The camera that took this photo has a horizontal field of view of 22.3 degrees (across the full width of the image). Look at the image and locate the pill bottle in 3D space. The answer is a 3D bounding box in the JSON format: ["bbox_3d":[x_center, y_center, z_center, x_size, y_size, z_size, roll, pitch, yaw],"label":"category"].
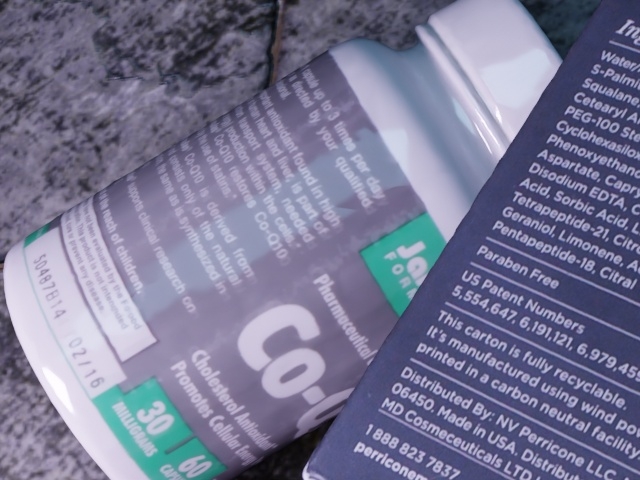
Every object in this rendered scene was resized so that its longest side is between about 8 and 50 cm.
[{"bbox_3d":[0.000,0.000,1.030,0.361,0.204,0.204,-32,56,4],"label":"pill bottle"}]

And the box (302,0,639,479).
[{"bbox_3d":[0.218,0.053,0.859,0.212,0.293,0.395,25,75,30],"label":"box"}]
